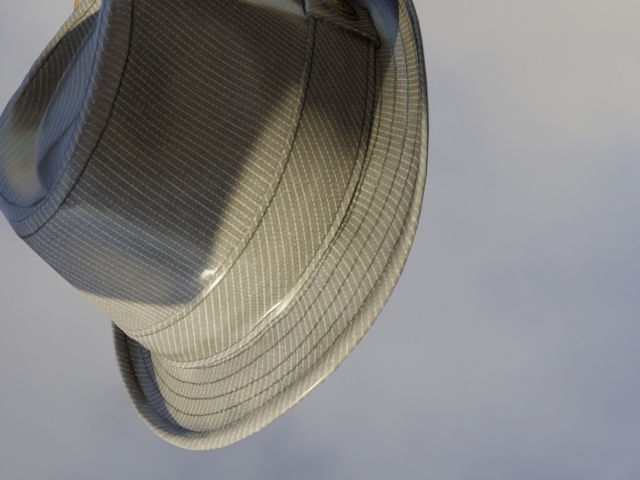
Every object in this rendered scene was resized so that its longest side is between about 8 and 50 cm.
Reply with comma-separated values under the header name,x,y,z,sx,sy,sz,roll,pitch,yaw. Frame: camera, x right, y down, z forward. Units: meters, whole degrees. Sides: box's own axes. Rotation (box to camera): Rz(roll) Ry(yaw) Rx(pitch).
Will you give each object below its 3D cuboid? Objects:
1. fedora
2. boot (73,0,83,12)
name,x,y,z,sx,sy,sz,roll,pitch,yaw
fedora,-0.074,-0.054,0.404,0.124,0.243,0.276,27,-137,-32
boot,-0.188,-0.255,1.067,0.248,0.090,0.207,-21,-62,-34
